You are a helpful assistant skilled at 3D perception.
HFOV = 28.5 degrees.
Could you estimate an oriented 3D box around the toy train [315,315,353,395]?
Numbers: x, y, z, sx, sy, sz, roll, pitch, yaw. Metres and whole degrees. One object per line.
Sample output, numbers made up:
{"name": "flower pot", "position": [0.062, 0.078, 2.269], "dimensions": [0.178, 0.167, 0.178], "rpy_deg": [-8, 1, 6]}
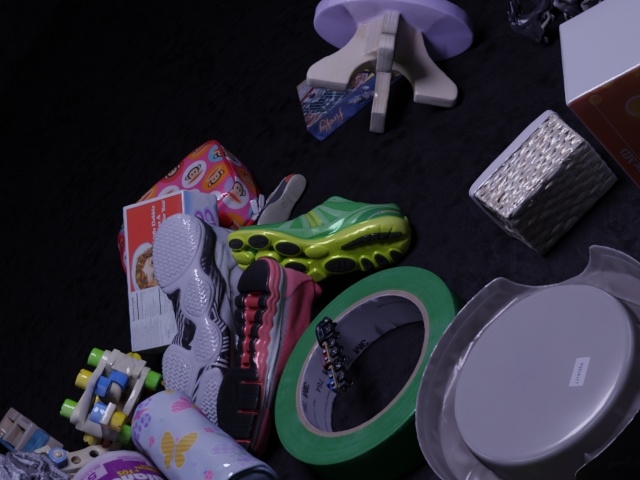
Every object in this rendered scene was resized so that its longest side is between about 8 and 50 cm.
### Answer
{"name": "toy train", "position": [0.016, 0.164, 1.776], "dimensions": [0.036, 0.027, 0.158], "rpy_deg": [-42, 31, 17]}

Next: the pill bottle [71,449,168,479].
{"name": "pill bottle", "position": [-0.256, 0.439, 1.820], "dimensions": [0.169, 0.169, 0.301], "rpy_deg": [-50, 32, -3]}

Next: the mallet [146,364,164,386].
{"name": "mallet", "position": [-0.260, 0.239, 2.177], "dimensions": [0.062, 0.039, 0.189], "rpy_deg": [-51, 27, -2]}

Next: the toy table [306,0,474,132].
{"name": "toy table", "position": [0.117, -0.315, 2.145], "dimensions": [0.274, 0.252, 0.161], "rpy_deg": [2, 61, 12]}

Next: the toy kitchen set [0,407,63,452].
{"name": "toy kitchen set", "position": [-0.609, 0.364, 2.339], "dimensions": [0.122, 0.166, 0.207], "rpy_deg": [-56, 32, -13]}

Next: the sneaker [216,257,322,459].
{"name": "sneaker", "position": [-0.063, 0.190, 1.919], "dimensions": [0.116, 0.136, 0.314], "rpy_deg": [3, 81, 57]}

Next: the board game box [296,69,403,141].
{"name": "board game box", "position": [0.068, -0.311, 2.367], "dimensions": [0.243, 0.042, 0.165], "rpy_deg": [-37, 33, 17]}

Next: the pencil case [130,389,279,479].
{"name": "pencil case", "position": [-0.170, 0.321, 1.848], "dimensions": [0.273, 0.124, 0.113], "rpy_deg": [31, 90, 47]}

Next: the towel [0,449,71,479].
{"name": "towel", "position": [-0.438, 0.444, 1.876], "dimensions": [0.283, 0.121, 0.235], "rpy_deg": [2, 89, 64]}

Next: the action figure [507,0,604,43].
{"name": "action figure", "position": [0.412, -0.390, 1.941], "dimensions": [0.275, 0.141, 0.164], "rpy_deg": [-5, 40, 51]}

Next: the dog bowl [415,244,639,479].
{"name": "dog bowl", "position": [0.282, 0.175, 1.512], "dimensions": [0.348, 0.102, 0.349], "rpy_deg": [-31, 36, 26]}

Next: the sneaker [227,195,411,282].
{"name": "sneaker", "position": [0.000, 0.000, 2.008], "dimensions": [0.295, 0.109, 0.123], "rpy_deg": [-6, 29, 10]}

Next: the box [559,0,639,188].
{"name": "box", "position": [0.505, -0.235, 1.578], "dimensions": [0.345, 0.215, 0.168], "rpy_deg": [-28, 37, 31]}

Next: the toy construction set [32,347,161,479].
{"name": "toy construction set", "position": [-0.359, 0.301, 2.055], "dimensions": [0.328, 0.151, 0.215], "rpy_deg": [-52, 9, 40]}

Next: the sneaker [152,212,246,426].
{"name": "sneaker", "position": [-0.149, 0.137, 2.062], "dimensions": [0.137, 0.210, 0.366], "rpy_deg": [-18, 77, 40]}

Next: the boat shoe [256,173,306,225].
{"name": "boat shoe", "position": [-0.076, -0.064, 2.267], "dimensions": [0.043, 0.049, 0.137], "rpy_deg": [3, 55, 56]}

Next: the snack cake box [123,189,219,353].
{"name": "snack cake box", "position": [-0.255, 0.057, 2.193], "dimensions": [0.152, 0.089, 0.264], "rpy_deg": [-14, 76, 38]}

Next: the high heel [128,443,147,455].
{"name": "high heel", "position": [-0.304, 0.391, 2.059], "dimensions": [0.082, 0.117, 0.244], "rpy_deg": [49, 121, 24]}

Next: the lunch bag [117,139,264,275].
{"name": "lunch bag", "position": [-0.245, -0.029, 2.368], "dimensions": [0.293, 0.120, 0.258], "rpy_deg": [-42, 32, 9]}

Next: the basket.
{"name": "basket", "position": [0.311, -0.076, 1.746], "dimensions": [0.167, 0.113, 0.103], "rpy_deg": [-45, 35, 5]}

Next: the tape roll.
{"name": "tape roll", "position": [0.079, 0.189, 1.772], "dimensions": [0.321, 0.077, 0.321], "rpy_deg": [-31, 34, 25]}
